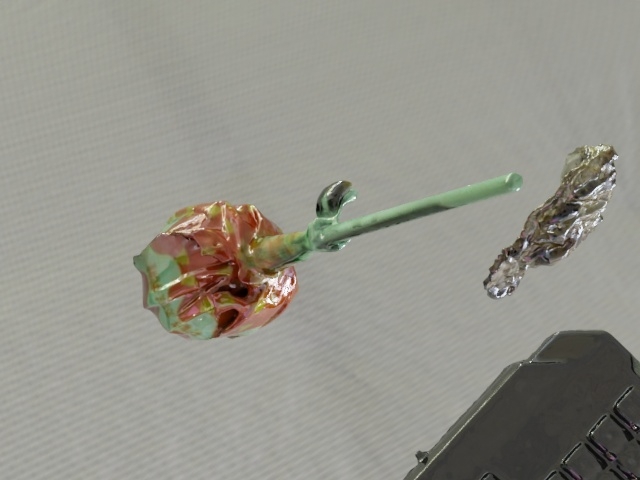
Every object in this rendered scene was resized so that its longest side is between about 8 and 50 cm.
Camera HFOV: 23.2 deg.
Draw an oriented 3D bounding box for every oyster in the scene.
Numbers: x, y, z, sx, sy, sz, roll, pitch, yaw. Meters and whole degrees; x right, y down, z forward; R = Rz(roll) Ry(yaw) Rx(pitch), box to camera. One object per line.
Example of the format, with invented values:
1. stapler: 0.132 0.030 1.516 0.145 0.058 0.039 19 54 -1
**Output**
1. oyster: 0.201 -0.015 1.330 0.056 0.177 0.105 42 -151 19

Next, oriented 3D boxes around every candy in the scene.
1. candy: -0.001 -0.001 0.808 0.084 0.288 0.078 -4 -98 -37

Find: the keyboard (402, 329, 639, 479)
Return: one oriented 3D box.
1. keyboard: 0.021 0.146 0.451 0.106 0.016 0.262 43 -94 0
